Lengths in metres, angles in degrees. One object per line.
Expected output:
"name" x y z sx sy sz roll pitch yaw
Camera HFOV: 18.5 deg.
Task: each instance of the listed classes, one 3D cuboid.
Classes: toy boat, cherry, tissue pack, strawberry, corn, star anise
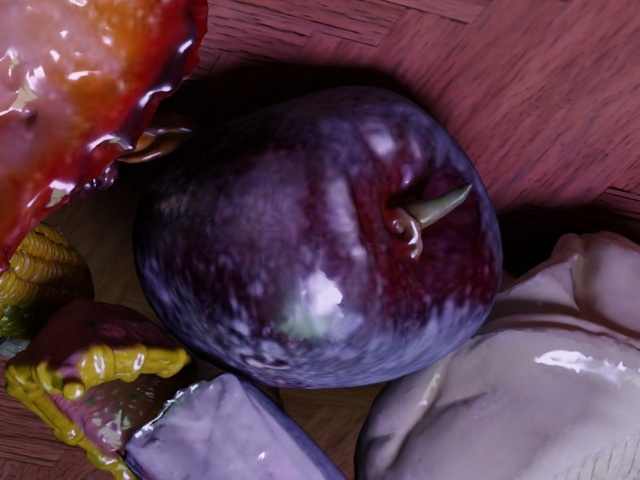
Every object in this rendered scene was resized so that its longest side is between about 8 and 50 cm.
"toy boat" -0.159 0.104 1.430 0.141 0.099 0.318 -9 163 -3
"cherry" 0.000 0.000 1.434 0.255 0.218 0.296 -10 -177 -43
"tissue pack" -0.014 0.258 1.532 0.124 0.288 0.394 -39 171 -8
"strawberry" -0.196 -0.119 1.215 0.253 0.280 0.150 -9 -171 -15
"corn" -0.238 0.013 1.383 0.102 0.102 0.313 -11 168 17
"star anise" -0.177 -0.087 1.451 0.158 0.144 0.140 22 111 -13

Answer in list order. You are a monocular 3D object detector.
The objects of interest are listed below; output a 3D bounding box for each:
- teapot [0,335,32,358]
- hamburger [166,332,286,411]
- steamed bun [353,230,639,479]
"teapot" -0.256 0.066 1.677 0.067 0.083 0.057 -20 149 26
"hamburger" -0.151 0.168 1.803 0.208 0.135 0.155 23 140 -30
"steamed bun" 0.171 0.131 1.608 0.394 0.237 0.346 -7 138 -47
